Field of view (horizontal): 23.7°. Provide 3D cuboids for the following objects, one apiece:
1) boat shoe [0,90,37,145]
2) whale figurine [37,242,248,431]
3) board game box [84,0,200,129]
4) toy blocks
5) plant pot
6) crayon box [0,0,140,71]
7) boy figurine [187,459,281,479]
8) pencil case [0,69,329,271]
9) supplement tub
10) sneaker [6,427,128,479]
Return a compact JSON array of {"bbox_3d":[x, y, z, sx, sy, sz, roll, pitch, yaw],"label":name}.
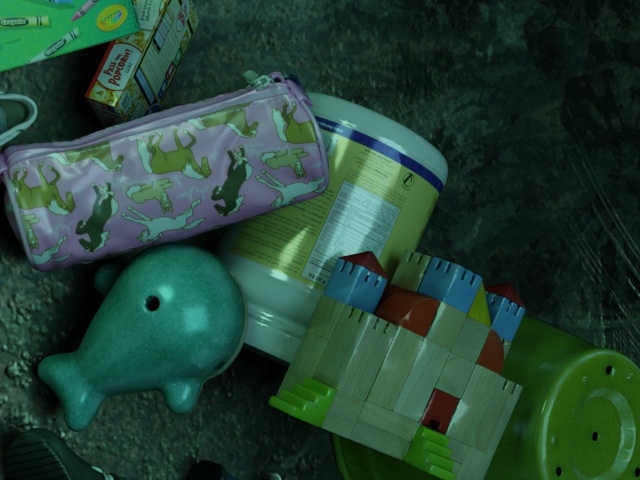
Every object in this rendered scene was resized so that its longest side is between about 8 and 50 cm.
[{"bbox_3d":[-0.424,-0.125,1.691,0.277,0.096,0.098,-32,105,-56],"label":"boat shoe"},{"bbox_3d":[-0.221,0.115,1.828,0.272,0.141,0.216,-33,73,3],"label":"whale figurine"},{"bbox_3d":[-0.216,-0.226,1.882,0.147,0.045,0.193,75,37,-71],"label":"board game box"},{"bbox_3d":[0.122,0.136,1.863,0.381,0.191,0.260,27,85,-39],"label":"toy blocks"},{"bbox_3d":[0.265,0.256,2.141,0.367,0.353,0.366,-3,94,-38],"label":"plant pot"},{"bbox_3d":[-0.368,-0.237,1.738,0.278,0.165,0.081,-22,104,-36],"label":"crayon box"},{"bbox_3d":[-0.072,0.410,2.051,0.285,0.092,0.177,39,66,-29],"label":"boy figurine"},{"bbox_3d":[-0.187,-0.081,1.797,0.386,0.160,0.167,-17,88,-4],"label":"pencil case"},{"bbox_3d":[0.000,0.000,1.980,0.241,0.241,0.331,29,83,-35],"label":"supplement tub"},{"bbox_3d":[-0.266,0.344,1.894,0.330,0.122,0.146,62,40,-21],"label":"sneaker"}]
